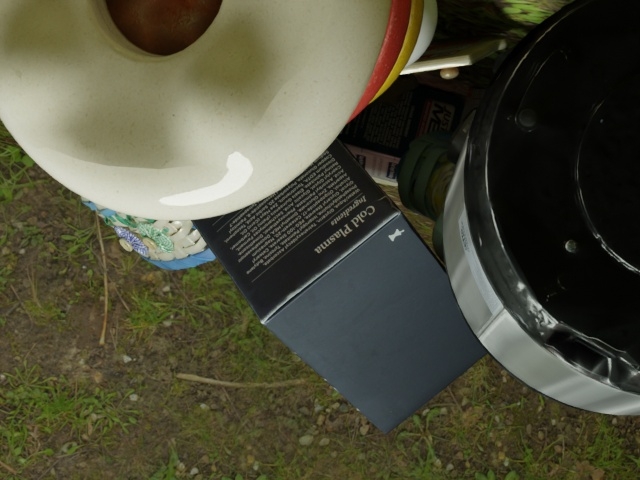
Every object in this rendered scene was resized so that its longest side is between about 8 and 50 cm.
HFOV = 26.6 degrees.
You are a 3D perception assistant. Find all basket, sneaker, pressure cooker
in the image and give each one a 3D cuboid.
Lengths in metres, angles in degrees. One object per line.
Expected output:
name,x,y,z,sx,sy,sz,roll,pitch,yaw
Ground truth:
basket,-0.157,-0.051,1.814,0.289,0.201,0.254,24,166,-27
sneaker,0.154,-0.043,1.592,0.208,0.127,0.319,16,-160,25
pressure cooker,0.295,-0.023,1.276,0.375,0.370,0.420,19,170,4

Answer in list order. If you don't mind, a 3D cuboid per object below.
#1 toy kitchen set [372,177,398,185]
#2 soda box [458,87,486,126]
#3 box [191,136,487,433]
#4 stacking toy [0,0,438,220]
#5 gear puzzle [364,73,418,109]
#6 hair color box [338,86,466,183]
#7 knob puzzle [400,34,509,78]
toy kitchen set,0.043,-0.149,2.093,0.122,0.166,0.207,13,-151,27
soda box,0.257,-0.148,1.638,0.063,0.058,0.183,22,171,-41
box,0.000,0.000,1.506,0.312,0.179,0.343,52,-177,37
stacking toy,-0.032,-0.206,1.142,0.350,0.351,0.480,13,-170,23
gear puzzle,-0.059,-0.166,1.617,0.338,0.044,0.175,-22,153,15
hair color box,0.012,-0.167,1.821,0.347,0.105,0.174,16,173,3
knob puzzle,0.107,-0.185,1.422,0.213,0.030,0.213,-11,-167,3
